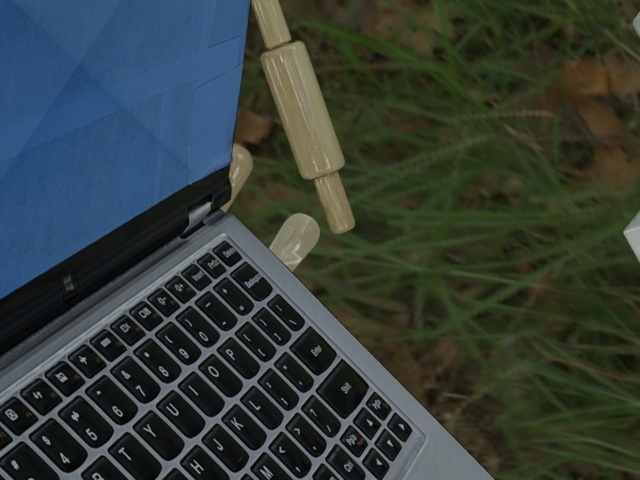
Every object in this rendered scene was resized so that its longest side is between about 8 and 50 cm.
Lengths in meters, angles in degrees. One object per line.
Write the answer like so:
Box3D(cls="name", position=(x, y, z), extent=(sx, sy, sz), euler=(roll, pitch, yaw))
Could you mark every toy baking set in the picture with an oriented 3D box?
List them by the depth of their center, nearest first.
Box3D(cls="toy baking set", position=(-0.078, -0.035, 0.974), extent=(0.196, 0.030, 0.256), euler=(-25, 99, -10))

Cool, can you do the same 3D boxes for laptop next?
Box3D(cls="laptop", position=(0.000, 0.000, 0.584), extent=(0.408, 0.382, 0.236), euler=(45, 113, 1))

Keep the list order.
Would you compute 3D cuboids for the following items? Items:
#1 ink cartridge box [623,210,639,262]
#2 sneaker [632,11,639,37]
Box3D(cls="ink cartridge box", position=(0.272, 0.025, 1.014), extent=(0.099, 0.056, 0.135), euler=(-22, 104, 44))
Box3D(cls="sneaker", position=(0.272, -0.128, 0.833), extent=(0.094, 0.256, 0.151), euler=(34, 94, -23))
